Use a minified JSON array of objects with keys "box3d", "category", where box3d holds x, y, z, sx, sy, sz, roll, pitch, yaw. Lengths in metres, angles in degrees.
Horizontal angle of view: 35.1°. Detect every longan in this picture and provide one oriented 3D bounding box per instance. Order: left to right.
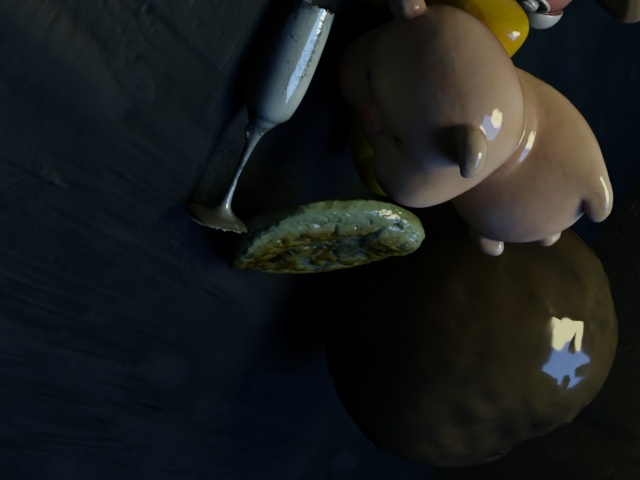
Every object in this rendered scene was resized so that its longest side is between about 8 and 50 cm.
[{"box3d":[0.208,0.116,1.482,0.404,0.404,0.436,-26,166,-49],"category":"longan"}]

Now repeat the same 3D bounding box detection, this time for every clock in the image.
[{"box3d":[0.348,-0.393,1.463,0.162,0.092,0.166,-50,157,-5],"category":"clock"}]

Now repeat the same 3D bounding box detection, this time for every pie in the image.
[{"box3d":[0.000,0.000,1.180,0.240,0.240,0.054,25,57,-67],"category":"pie"}]

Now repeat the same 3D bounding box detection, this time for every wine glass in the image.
[{"box3d":[-0.057,-0.135,1.047,0.074,0.074,0.262,-4,124,-61],"category":"wine glass"}]

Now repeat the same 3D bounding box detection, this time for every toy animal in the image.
[{"box3d":[0.142,-0.118,1.163,0.277,0.345,0.247,-30,179,24],"category":"toy animal"}]

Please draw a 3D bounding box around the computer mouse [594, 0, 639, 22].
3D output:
[{"box3d":[0.470,-0.434,1.570,0.082,0.145,0.236,-37,153,-2],"category":"computer mouse"}]
